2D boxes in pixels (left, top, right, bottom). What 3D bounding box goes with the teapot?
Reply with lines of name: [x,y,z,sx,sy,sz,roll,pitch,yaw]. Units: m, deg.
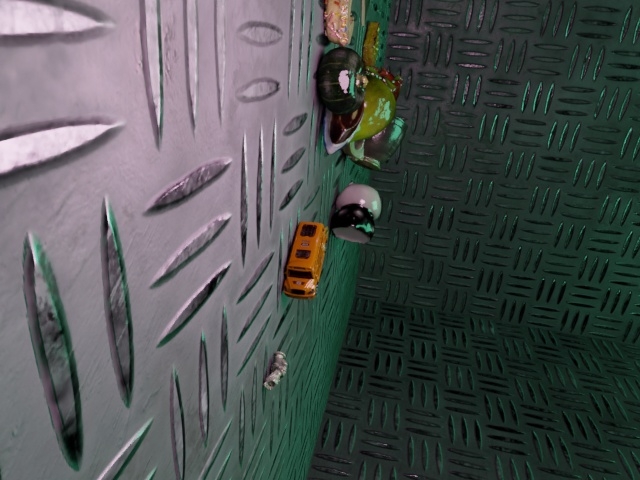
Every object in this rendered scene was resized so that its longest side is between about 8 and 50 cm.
teapot: [0.216,-0.417,1.856,0.321,0.239,0.239,0,110,-86]

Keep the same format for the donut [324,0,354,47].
donut: [0.046,-0.553,1.137,0.166,0.065,0.108,66,34,-76]

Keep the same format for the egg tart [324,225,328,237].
egg tart: [0.000,0.000,1.478,0.105,0.039,0.105,9,90,-81]

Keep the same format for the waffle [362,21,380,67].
waffle: [0.230,-0.857,2.058,0.211,0.055,0.160,76,25,-67]

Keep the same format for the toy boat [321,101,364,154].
toy boat: [0.057,-0.360,1.305,0.115,0.114,0.262,-38,-147,53]

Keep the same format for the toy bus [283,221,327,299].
toy bus: [-0.039,0.048,1.137,0.088,0.083,0.194,82,17,-52]

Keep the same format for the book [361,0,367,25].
book: [0.183,-0.968,1.774,0.138,0.016,0.199,78,22,-68]

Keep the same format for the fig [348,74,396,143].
fig: [0.127,-0.410,1.513,0.275,0.206,0.206,-61,163,-25]

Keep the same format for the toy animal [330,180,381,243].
toy animal: [0.148,-0.117,1.826,0.165,0.187,0.235,102,3,-63]

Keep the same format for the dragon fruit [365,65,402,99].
dragon fruit: [0.243,-0.676,2.024,0.200,0.269,0.198,-29,-122,51]

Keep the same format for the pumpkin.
pumpkin: [0.058,-0.408,1.161,0.167,0.125,0.167,-7,90,-85]

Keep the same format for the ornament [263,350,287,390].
ornament: [-0.106,0.317,1.104,0.068,0.041,0.092,-60,-172,14]
